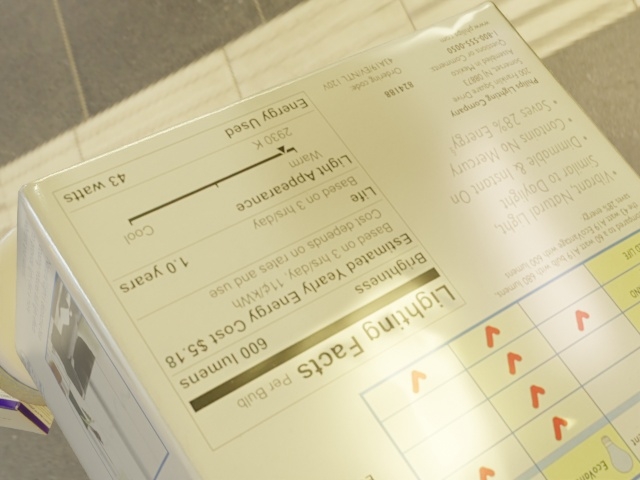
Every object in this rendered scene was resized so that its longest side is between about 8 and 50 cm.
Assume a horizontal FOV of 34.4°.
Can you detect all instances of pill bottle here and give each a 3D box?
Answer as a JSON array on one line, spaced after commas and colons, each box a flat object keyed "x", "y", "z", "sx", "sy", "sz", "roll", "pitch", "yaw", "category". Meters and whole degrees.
[{"x": -0.293, "y": 0.088, "z": 1.156, "sx": 0.187, "sy": 0.334, "sz": 0.188, "roll": 5, "pitch": 77, "yaw": -20, "category": "pill bottle"}]

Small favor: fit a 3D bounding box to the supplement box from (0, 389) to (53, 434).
[{"x": -0.433, "y": 0.159, "z": 1.523, "sx": 0.111, "sy": 0.114, "sz": 0.220, "roll": 7, "pitch": 62, "yaw": 16, "category": "supplement box"}]

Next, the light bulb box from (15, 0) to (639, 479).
[{"x": 0.050, "y": 0.093, "z": 0.654, "sx": 0.357, "sy": 0.225, "sz": 0.361, "roll": -26, "pitch": 71, "yaw": -27, "category": "light bulb box"}]
